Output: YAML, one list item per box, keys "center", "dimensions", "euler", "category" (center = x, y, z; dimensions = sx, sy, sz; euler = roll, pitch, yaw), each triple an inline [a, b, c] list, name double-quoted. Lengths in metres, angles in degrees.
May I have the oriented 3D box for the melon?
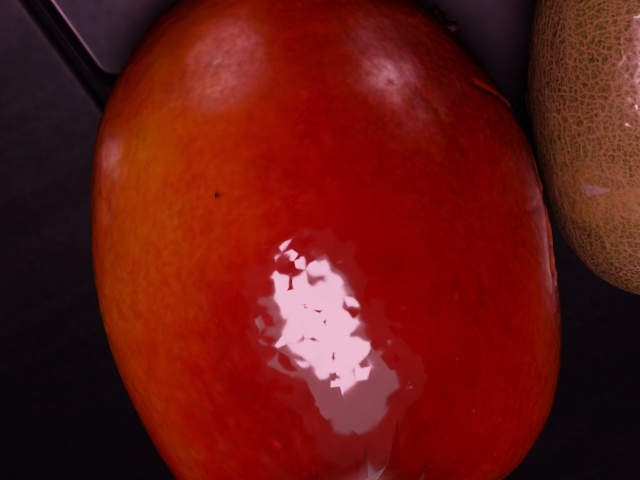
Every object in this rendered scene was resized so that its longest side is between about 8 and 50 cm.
- center: [0.129, -0.053, 0.502]
  dimensions: [0.099, 0.099, 0.162]
  euler: [-14, 119, 6]
  category: "melon"

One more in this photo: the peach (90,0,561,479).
- center: [0.000, 0.000, 0.515]
  dimensions: [0.196, 0.226, 0.190]
  euler: [-5, 165, -38]
  category: "peach"
